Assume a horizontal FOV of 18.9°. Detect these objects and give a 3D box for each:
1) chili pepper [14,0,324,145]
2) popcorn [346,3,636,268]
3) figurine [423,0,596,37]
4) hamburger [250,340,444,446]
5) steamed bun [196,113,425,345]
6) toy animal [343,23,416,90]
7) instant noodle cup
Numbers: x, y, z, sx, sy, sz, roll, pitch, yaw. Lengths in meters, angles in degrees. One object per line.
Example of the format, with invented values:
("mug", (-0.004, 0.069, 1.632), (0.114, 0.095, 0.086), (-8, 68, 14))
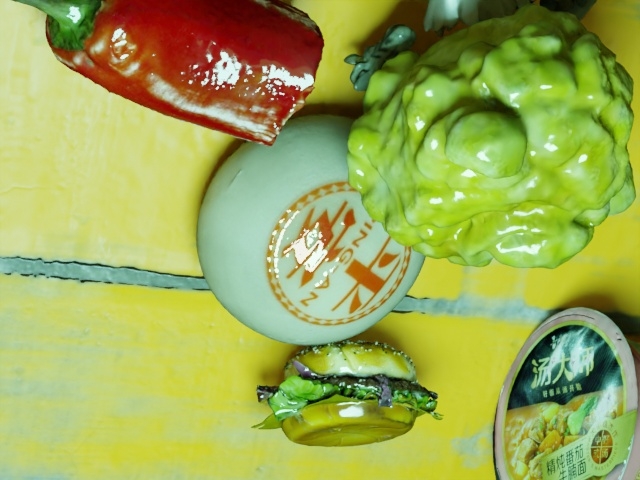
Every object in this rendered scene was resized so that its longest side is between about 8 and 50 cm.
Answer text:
("chili pepper", (-0.171, -0.194, 1.711), (0.338, 0.131, 0.134), (14, 134, -26))
("popcorn", (0.168, -0.086, 1.704), (0.242, 0.250, 0.235), (-17, 85, -25))
("figurine", (0.082, -0.302, 1.718), (0.387, 0.166, 0.207), (17, 92, -26))
("hamburger", (0.025, 0.151, 1.924), (0.164, 0.093, 0.189), (-18, 160, 36))
("steamed bun", (0.000, 0.000, 1.844), (0.232, 0.145, 0.232), (-7, 116, -13))
("toy animal", (0.155, -0.139, 1.864), (0.170, 0.090, 0.255), (-38, 117, 8))
("instant noodle cup", (0.346, 0.210, 2.017), (0.255, 0.244, 0.244), (15, 109, -29))
